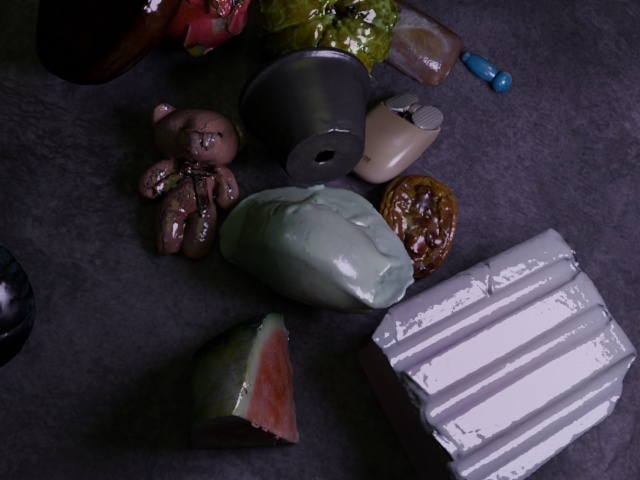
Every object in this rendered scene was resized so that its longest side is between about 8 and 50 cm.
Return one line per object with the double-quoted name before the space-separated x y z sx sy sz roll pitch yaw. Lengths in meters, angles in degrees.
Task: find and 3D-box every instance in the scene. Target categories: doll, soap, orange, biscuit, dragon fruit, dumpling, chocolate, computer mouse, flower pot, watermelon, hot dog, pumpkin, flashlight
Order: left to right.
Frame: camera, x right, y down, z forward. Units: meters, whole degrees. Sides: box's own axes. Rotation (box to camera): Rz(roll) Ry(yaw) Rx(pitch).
"pumpkin" -0.588 0.093 1.175 0.248 0.248 0.248 4 69 -9
"biscuit" -0.400 -0.485 1.364 0.091 0.407 0.407 23 58 -49
"doll" -0.242 -0.121 1.342 0.201 0.156 0.303 8 73 -14
"dragon fruit" -0.247 -0.489 1.445 0.227 0.224 0.224 32 66 19
"watermelon" -0.125 0.251 1.211 0.193 0.232 0.310 1 25 -8
"dumpling" -0.018 0.023 1.304 0.320 0.212 0.270 34 24 -11
"flower pot" -0.011 -0.217 1.340 0.269 0.269 0.166 -8 57 -14
"orange" 0.018 -0.468 1.469 0.301 0.223 0.300 28 104 -11
"computer mouse" 0.148 -0.218 1.474 0.145 0.082 0.236 39 67 24
"chocolate" 0.201 -0.466 1.591 0.261 0.083 0.161 28 69 0
"hot dog" 0.189 -0.034 1.417 0.160 0.099 0.227 7 71 -3
"flashlight" 0.379 -0.386 1.613 0.129 0.051 0.051 37 67 8
"soap" 0.321 0.223 1.282 0.435 0.213 0.350 -27 74 -19
